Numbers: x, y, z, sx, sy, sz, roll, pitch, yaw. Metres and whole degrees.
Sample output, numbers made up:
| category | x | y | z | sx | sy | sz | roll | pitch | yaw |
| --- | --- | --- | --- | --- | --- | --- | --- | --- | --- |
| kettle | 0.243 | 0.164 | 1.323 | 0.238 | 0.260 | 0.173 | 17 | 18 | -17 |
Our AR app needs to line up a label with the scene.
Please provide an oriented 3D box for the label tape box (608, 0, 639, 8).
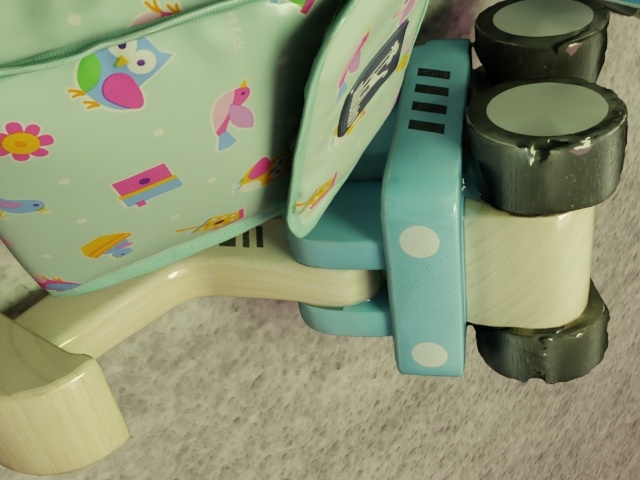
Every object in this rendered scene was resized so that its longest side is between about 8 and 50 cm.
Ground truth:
| category | x | y | z | sx | sy | sz | roll | pitch | yaw |
| --- | --- | --- | --- | --- | --- | --- | --- | --- | --- |
| label tape box | 0.292 | -0.326 | 0.641 | 0.348 | 0.249 | 0.115 | -34 | 133 | -22 |

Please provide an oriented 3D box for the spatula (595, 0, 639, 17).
| category | x | y | z | sx | sy | sz | roll | pitch | yaw |
| --- | --- | --- | --- | --- | --- | --- | --- | --- | --- |
| spatula | 0.384 | -0.266 | 0.918 | 0.297 | 0.030 | 0.084 | 0 | 116 | -42 |

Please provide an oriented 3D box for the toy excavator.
| category | x | y | z | sx | sy | sz | roll | pitch | yaw |
| --- | --- | --- | --- | --- | --- | --- | --- | --- | --- |
| toy excavator | 0.000 | 0.000 | 0.622 | 0.432 | 0.446 | 0.222 | -73 | 158 | -49 |

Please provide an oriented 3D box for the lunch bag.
| category | x | y | z | sx | sy | sz | roll | pitch | yaw |
| --- | --- | --- | --- | --- | --- | --- | --- | --- | --- |
| lunch bag | -0.057 | -0.097 | 0.408 | 0.262 | 0.160 | 0.223 | -18 | 158 | -12 |
